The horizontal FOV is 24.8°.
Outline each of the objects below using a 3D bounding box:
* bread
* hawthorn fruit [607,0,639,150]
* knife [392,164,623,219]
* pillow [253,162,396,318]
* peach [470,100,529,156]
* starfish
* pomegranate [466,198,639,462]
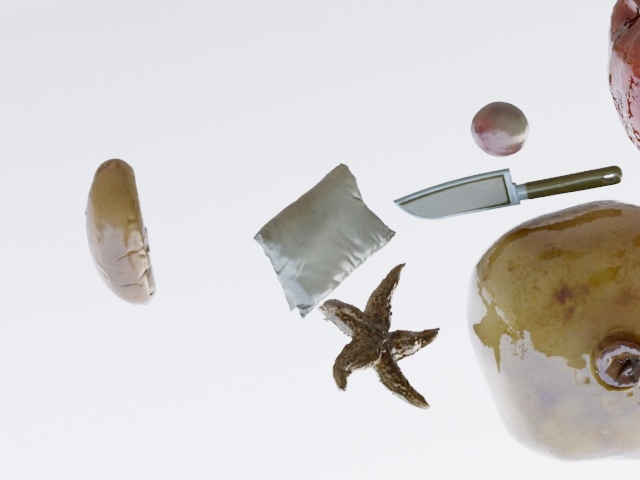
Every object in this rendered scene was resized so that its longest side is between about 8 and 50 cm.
[{"bbox_3d":[-0.247,-0.007,1.773,0.077,0.189,0.114,-11,-160,-15],"label":"bread"},{"bbox_3d":[0.399,-0.200,1.543,0.300,0.254,0.254,33,-163,-25],"label":"hawthorn fruit"},{"bbox_3d":[0.276,-0.080,2.167,0.343,0.061,0.027,-11,-155,16],"label":"knife"},{"bbox_3d":[0.000,0.000,1.912,0.181,0.134,0.077,-42,-152,-25],"label":"pillow"},{"bbox_3d":[0.250,-0.155,2.036,0.083,0.083,0.083,-2,-151,1],"label":"peach"},{"bbox_3d":[0.092,0.153,2.177,0.062,0.235,0.277,-37,-163,40],"label":"starfish"},{"bbox_3d":[0.409,0.141,2.156,0.416,0.417,0.417,-2,-151,1],"label":"pomegranate"}]
